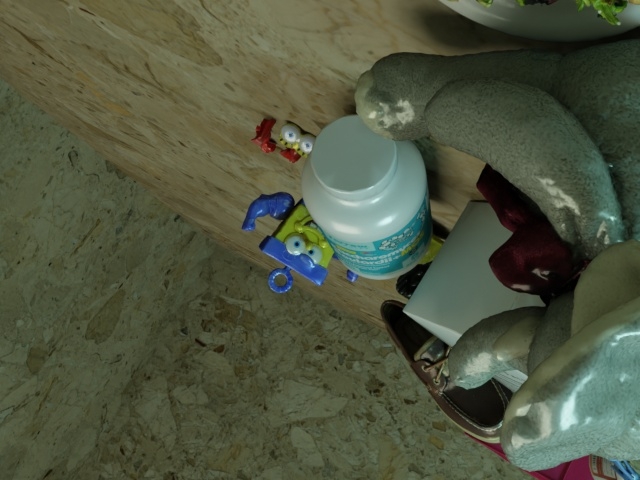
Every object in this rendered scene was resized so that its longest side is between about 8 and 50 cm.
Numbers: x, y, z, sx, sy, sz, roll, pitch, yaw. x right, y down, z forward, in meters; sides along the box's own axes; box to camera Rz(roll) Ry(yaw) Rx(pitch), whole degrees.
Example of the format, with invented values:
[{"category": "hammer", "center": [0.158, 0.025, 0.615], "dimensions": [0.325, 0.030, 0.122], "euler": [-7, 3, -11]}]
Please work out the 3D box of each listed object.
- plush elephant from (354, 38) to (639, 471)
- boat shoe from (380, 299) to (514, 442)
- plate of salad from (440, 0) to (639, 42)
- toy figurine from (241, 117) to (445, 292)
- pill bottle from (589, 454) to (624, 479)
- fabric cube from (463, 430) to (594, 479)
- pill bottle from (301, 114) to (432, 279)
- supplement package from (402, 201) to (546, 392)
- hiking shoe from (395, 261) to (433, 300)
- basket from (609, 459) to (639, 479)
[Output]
[{"category": "plush elephant", "center": [0.180, 0.022, 0.411], "dimensions": [0.271, 0.256, 0.330], "euler": [24, 170, -30]}, {"category": "boat shoe", "center": [0.215, 0.216, 1.115], "dimensions": [0.123, 0.123, 0.342], "euler": [40, -172, -40]}, {"category": "plate of salad", "center": [0.101, -0.170, 0.345], "dimensions": [0.199, 0.048, 0.200], "euler": [29, 171, 5]}, {"category": "toy figurine", "center": [0.000, 0.000, 0.995], "dimensions": [0.362, 0.217, 0.191], "euler": [33, 170, -14]}, {"category": "pill bottle", "center": [0.498, 0.348, 0.944], "dimensions": [0.121, 0.121, 0.216], "euler": [28, 170, 13]}, {"category": "fabric cube", "center": [0.550, 0.445, 1.516], "dimensions": [0.259, 0.254, 0.258], "euler": [21, 167, 43]}, {"category": "pill bottle", "center": [0.061, -0.051, 0.770], "dimensions": [0.146, 0.146, 0.264], "euler": [26, 170, 20]}, {"category": "supplement package", "center": [0.287, 0.105, 0.780], "dimensions": [0.293, 0.178, 0.175], "euler": [37, 171, -24]}, {"category": "hiking shoe", "center": [0.278, 0.115, 1.143], "dimensions": [0.132, 0.113, 0.304], "euler": [28, -177, -35]}, {"category": "basket", "center": [0.355, 0.126, 0.537], "dimensions": [0.201, 0.255, 0.289], "euler": [39, -175, -25]}]
